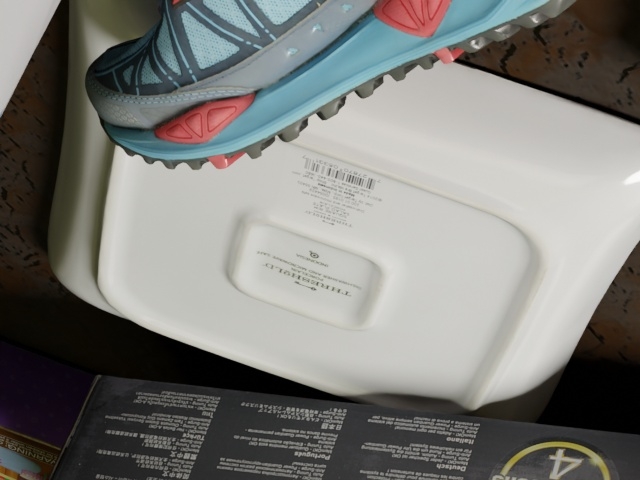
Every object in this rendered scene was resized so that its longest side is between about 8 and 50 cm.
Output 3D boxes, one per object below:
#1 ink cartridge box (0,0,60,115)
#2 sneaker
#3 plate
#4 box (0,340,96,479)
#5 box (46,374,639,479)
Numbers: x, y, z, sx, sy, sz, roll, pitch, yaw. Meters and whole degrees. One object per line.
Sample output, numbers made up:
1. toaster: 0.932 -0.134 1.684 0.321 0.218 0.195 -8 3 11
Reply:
1. ink cartridge box: -0.222 -0.127 0.575 0.270 0.198 0.197 21 153 1
2. sneaker: -0.002 -0.119 0.709 0.262 0.104 0.125 -23 107 38
3. plate: 0.000 0.000 0.912 0.277 0.045 0.278 20 147 1
4. box: -0.203 0.134 1.205 0.293 0.057 0.201 20 148 -1
5. box: 0.083 0.217 1.050 0.395 0.097 0.318 5 139 20
